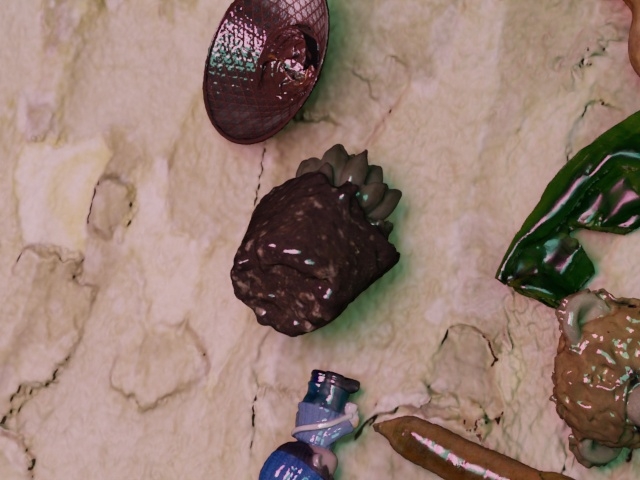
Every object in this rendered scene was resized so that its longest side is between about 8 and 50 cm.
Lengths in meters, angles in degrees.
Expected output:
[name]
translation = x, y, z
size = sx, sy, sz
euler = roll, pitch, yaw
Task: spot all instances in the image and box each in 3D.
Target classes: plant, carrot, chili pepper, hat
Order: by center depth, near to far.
[carrot]
translation = 0.206, 0.249, 1.554
size = 0.342, 0.070, 0.070
euler = 27, 83, 13
[plant]
translation = 0.000, 0.000, 1.582
size = 0.129, 0.194, 0.132
euler = -19, 114, 40
[chili pepper]
translation = 0.278, -0.039, 1.596
size = 0.099, 0.083, 0.253
euler = 43, 90, 4
[hat]
translation = -0.033, -0.183, 1.667
size = 0.193, 0.082, 0.193
euler = -19, 63, 41

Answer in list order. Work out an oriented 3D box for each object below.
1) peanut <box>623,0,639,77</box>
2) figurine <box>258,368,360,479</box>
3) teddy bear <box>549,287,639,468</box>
[peanut]
translation = 0.364, -0.234, 1.602
size = 0.137, 0.122, 0.253
euler = -26, 74, 10
[figurine]
translation = -0.006, 0.204, 1.585
size = 0.086, 0.087, 0.149
euler = 6, 76, 46
[teddy bear]
translation = 0.345, 0.120, 1.517
size = 0.256, 0.156, 0.267
euler = -12, 107, 0
